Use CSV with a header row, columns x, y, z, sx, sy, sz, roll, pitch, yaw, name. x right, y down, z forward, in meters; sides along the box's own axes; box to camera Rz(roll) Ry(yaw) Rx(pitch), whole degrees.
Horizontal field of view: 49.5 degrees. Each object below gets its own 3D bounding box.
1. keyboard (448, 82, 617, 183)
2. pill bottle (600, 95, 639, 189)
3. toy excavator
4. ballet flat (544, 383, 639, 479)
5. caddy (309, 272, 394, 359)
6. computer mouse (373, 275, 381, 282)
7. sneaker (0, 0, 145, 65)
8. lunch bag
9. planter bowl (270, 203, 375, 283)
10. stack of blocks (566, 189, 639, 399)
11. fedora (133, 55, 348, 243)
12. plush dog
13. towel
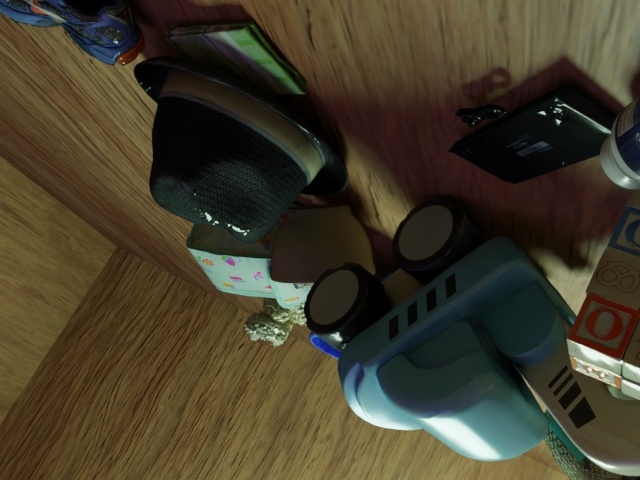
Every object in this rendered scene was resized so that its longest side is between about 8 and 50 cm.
x,y,z,sx,sy,sz,roll,pitch,yaw,name
0.178,-0.097,0.620,0.108,0.023,0.180,26,166,-12,keyboard
0.242,-0.075,0.472,0.067,0.067,0.120,29,166,2,pill bottle
0.233,0.145,0.770,0.222,0.433,0.445,41,-161,-37,toy excavator
0.463,0.258,0.930,0.483,0.164,0.182,13,-157,-38,ballet flat
0.135,0.191,1.269,0.241,0.179,0.341,-2,153,41,caddy
0.127,0.116,1.423,0.106,0.042,0.193,23,159,9,computer mouse
-0.307,-0.294,0.816,0.221,0.083,0.087,24,152,1,sneaker
-0.084,0.020,1.273,0.262,0.160,0.223,10,158,9,lunch bag
0.000,0.000,1.058,0.162,0.109,0.162,-4,-173,0,planter bowl
0.365,0.071,0.523,0.297,0.171,0.087,21,163,30,stack of blocks
-0.125,-0.092,0.911,0.334,0.152,0.334,24,170,4,fedora
-0.031,0.099,1.479,0.262,0.210,0.225,2,149,-1,plush dog
-0.095,-0.206,0.790,0.152,0.023,0.113,12,160,44,towel
